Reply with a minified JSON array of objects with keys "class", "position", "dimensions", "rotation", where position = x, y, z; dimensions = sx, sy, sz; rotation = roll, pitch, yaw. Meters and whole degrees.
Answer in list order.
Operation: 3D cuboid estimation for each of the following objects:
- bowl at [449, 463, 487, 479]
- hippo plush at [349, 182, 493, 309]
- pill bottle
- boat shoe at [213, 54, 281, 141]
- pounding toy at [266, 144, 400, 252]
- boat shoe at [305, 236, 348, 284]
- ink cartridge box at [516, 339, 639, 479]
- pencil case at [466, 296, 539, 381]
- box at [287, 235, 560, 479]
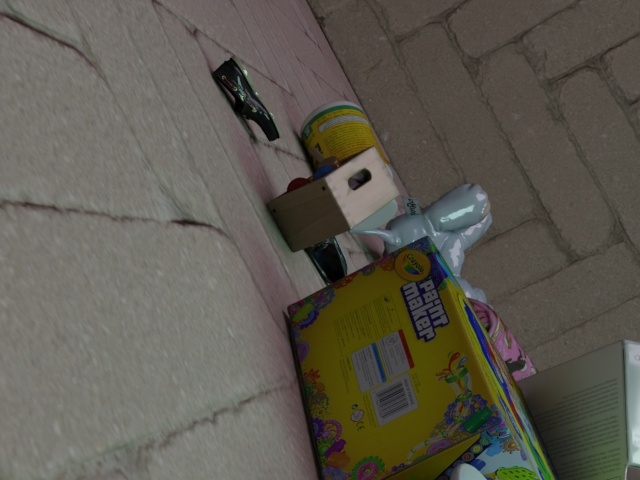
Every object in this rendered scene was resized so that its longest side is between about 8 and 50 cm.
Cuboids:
[{"class":"bowl","position":[0.123,0.340,0.928],"dimensions":[0.298,0.134,0.298],"rotation":[59,10,-17]},{"class":"hippo plush","position":[0.232,0.049,2.068],"dimensions":[0.237,0.234,0.294],"rotation":[64,9,17]},{"class":"pill bottle","position":[0.051,-0.122,1.951],"dimensions":[0.117,0.117,0.208],"rotation":[47,18,-58]},{"class":"boat shoe","position":[-0.097,-0.184,1.573],"dimensions":[0.133,0.042,0.049],"rotation":[56,-10,-29]},{"class":"pounding toy","position":[0.012,-0.067,1.460],"dimensions":[0.141,0.130,0.100],"rotation":[-36,100,-44]},{"class":"boat shoe","position":[0.000,0.000,1.533],"dimensions":[0.142,0.049,0.040],"rotation":[59,10,-26]},{"class":"ink cartridge box","position":[0.272,0.273,1.309],"dimensions":[0.066,0.296,0.261],"rotation":[14,66,-20]},{"class":"pencil case","position":[0.283,0.255,1.931],"dimensions":[0.160,0.167,0.386],"rotation":[29,-20,50]},{"class":"box","position":[0.121,0.206,1.194],"dimensions":[0.279,0.177,0.290],"rotation":[56,11,-35]}]
